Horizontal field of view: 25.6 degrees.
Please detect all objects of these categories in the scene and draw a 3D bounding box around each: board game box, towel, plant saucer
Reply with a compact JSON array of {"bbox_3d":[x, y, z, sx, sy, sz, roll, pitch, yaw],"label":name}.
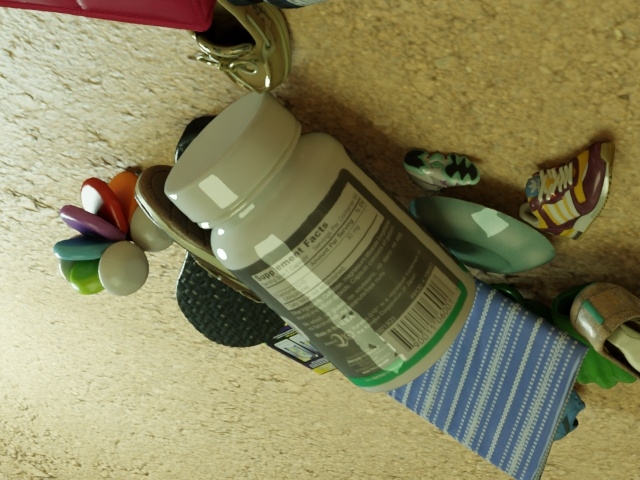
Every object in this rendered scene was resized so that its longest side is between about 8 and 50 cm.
[{"bbox_3d":[-0.004,0.142,2.174,0.141,0.048,0.170,30,150,-23],"label":"board game box"},{"bbox_3d":[0.183,0.148,1.854,0.336,0.040,0.243,33,127,29],"label":"towel"},{"bbox_3d":[0.197,0.003,1.767,0.195,0.037,0.195,21,166,5],"label":"plant saucer"}]

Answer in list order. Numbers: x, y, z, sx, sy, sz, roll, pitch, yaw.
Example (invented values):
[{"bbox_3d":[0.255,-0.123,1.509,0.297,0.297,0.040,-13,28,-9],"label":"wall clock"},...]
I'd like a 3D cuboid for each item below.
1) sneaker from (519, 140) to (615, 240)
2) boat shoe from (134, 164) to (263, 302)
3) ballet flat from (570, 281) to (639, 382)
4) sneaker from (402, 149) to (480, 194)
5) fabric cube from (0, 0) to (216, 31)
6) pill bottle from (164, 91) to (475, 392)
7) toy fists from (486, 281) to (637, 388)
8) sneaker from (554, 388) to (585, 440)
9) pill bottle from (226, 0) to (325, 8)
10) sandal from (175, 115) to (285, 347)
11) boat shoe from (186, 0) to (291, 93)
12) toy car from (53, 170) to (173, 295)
[{"bbox_3d":[0.280,-0.058,1.616,0.083,0.070,0.185,13,151,1],"label":"sneaker"},{"bbox_3d":[-0.140,0.004,1.814,0.257,0.095,0.095,37,143,-15],"label":"boat shoe"},{"bbox_3d":[0.442,0.160,1.758,0.316,0.108,0.106,26,-164,-23],"label":"ballet flat"},{"bbox_3d":[0.151,-0.075,1.706,0.098,0.038,0.069,18,155,23],"label":"sneaker"},{"bbox_3d":[-0.197,-0.362,1.179,0.259,0.254,0.258,9,150,19],"label":"fabric cube"},{"bbox_3d":[0.000,0.000,1.692,0.361,0.204,0.204,44,145,-19],"label":"pill bottle"},{"bbox_3d":[0.317,0.128,1.898,0.279,0.096,0.142,-2,130,34],"label":"toy fists"},{"bbox_3d":[0.349,0.224,2.097,0.082,0.069,0.209,-17,137,-1],"label":"sneaker"},{"bbox_3d":[-0.003,-0.287,1.330,0.219,0.123,0.123,-5,144,39],"label":"pill bottle"},{"bbox_3d":[-0.107,-0.010,1.935,0.167,0.107,0.446,16,139,9],"label":"sandal"},{"bbox_3d":[-0.114,-0.243,1.513,0.104,0.089,0.285,4,149,26],"label":"boat shoe"},{"bbox_3d":[-0.298,-0.016,1.944,0.159,0.182,0.136,11,150,47],"label":"toy car"}]
